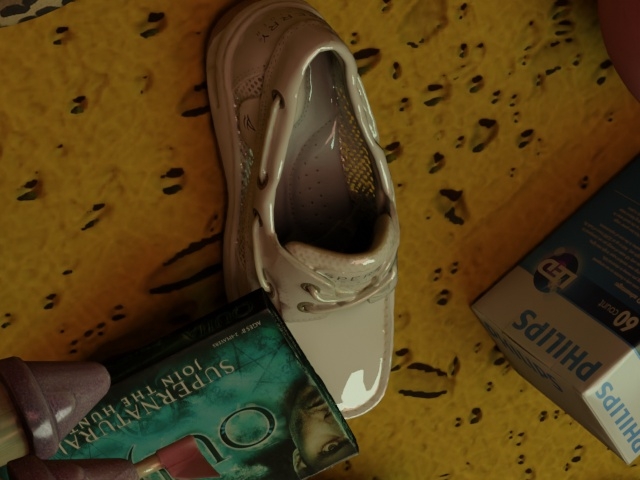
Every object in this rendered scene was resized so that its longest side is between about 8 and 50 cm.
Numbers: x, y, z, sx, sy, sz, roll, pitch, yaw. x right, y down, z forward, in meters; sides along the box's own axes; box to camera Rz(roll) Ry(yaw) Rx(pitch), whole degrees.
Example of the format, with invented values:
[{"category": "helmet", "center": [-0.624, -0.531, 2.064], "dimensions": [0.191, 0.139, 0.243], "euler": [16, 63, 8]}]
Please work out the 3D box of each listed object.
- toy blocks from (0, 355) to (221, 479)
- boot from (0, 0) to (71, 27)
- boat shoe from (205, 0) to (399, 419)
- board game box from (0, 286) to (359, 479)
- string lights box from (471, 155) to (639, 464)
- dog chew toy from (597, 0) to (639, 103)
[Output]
[{"category": "toy blocks", "center": [-0.218, 0.120, 0.820], "dimensions": [0.260, 0.288, 0.309], "euler": [-24, 120, -21]}, {"category": "boot", "center": [-0.101, -0.296, 0.772], "dimensions": [0.377, 0.138, 0.284], "euler": [-53, 149, -33]}, {"category": "boat shoe", "center": [0.000, 0.000, 0.988], "dimensions": [0.098, 0.096, 0.277], "euler": [-24, 122, -19]}, {"category": "board game box", "center": [-0.086, 0.117, 1.005], "dimensions": [0.186, 0.026, 0.126], "euler": [-27, 123, 7]}, {"category": "string lights box", "center": [0.238, 0.005, 1.092], "dimensions": [0.260, 0.133, 0.077], "euler": [-41, 125, -5]}, {"category": "dog chew toy", "center": [0.238, -0.218, 0.962], "dimensions": [0.206, 0.206, 0.332], "euler": [-26, 114, -16]}]
